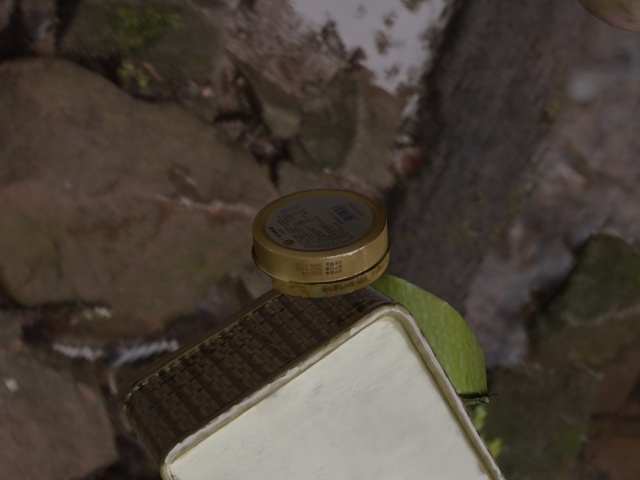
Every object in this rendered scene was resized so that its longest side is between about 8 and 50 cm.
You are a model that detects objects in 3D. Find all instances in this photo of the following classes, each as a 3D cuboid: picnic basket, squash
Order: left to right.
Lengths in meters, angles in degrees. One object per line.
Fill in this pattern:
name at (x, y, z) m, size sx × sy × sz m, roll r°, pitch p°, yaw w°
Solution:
picnic basket at (0.014, 0.203, 1.255) m, size 0.228 × 0.175 × 0.313 m, roll -34°, pitch 110°, yaw -8°
squash at (0.058, 0.113, 1.536) m, size 0.220 × 0.220 × 0.133 m, roll 8°, pitch 72°, yaw -33°

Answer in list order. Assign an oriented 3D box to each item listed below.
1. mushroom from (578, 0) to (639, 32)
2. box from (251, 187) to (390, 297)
mushroom at (0.346, -0.318, 1.881) m, size 0.236 × 0.173 × 0.162 m, roll 49°, pitch 42°, yaw -21°
box at (0.000, 0.000, 1.197) m, size 0.105 × 0.105 × 0.037 m, roll -18°, pitch 124°, yaw -21°
